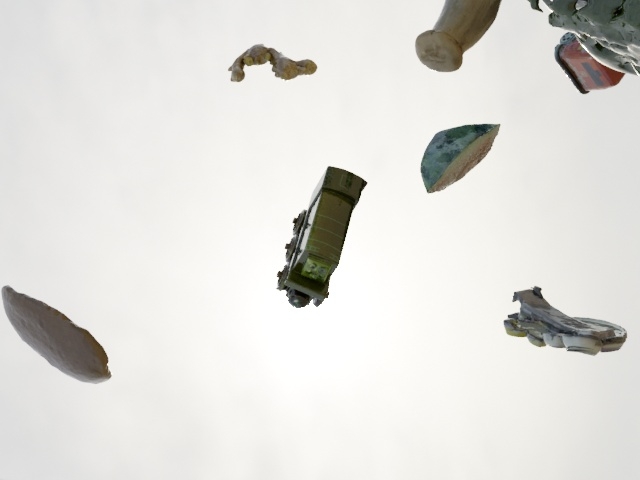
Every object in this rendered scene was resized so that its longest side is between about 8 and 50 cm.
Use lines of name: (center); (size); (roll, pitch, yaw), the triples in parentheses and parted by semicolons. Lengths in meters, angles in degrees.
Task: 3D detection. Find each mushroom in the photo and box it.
mushroom: (0.243, -0.383, 2.013); (0.108, 0.096, 0.247); (50, -123, -42)

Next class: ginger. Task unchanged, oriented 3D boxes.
ginger: (-0.114, -0.401, 2.734); (0.176, 0.193, 0.052); (-110, 7, -47)

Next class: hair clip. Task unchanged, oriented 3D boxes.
hair clip: (0.271, 0.093, 1.334); (0.116, 0.172, 0.049); (-6, -76, -30)

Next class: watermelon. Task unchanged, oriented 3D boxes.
watermelon: (0.211, -0.130, 1.924); (0.180, 0.081, 0.094); (-28, -53, -37)

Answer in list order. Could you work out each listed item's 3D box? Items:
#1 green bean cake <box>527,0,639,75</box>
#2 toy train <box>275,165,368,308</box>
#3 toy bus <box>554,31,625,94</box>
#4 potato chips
green bean cake: (0.432, -0.269, 1.370); (0.319, 0.335, 0.218); (24, -84, -39)
toy train: (0.000, 0.000, 1.912); (0.137, 0.090, 0.225); (122, 167, -47)
toy bus: (0.568, -0.407, 2.309); (0.121, 0.120, 0.265); (47, -108, -26)
potato chips: (-0.360, 0.132, 1.626); (0.049, 0.201, 0.150); (-43, -27, -25)
